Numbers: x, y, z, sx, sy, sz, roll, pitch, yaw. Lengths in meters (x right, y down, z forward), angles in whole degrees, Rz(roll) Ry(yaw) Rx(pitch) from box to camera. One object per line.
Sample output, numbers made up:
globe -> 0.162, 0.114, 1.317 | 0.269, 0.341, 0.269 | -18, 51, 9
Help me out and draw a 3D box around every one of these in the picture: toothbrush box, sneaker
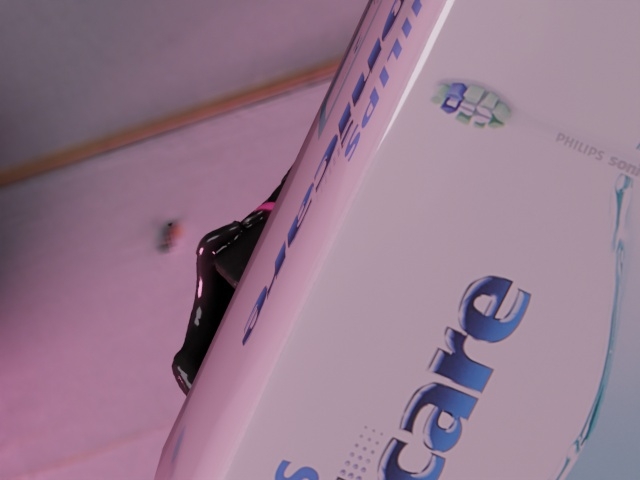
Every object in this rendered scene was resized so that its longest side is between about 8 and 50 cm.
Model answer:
toothbrush box -> 0.125, 0.050, 0.481 | 0.296, 0.126, 0.216 | 21, 108, -9
sneaker -> 0.000, 0.000, 0.638 | 0.063, 0.075, 0.170 | 38, 111, 19
